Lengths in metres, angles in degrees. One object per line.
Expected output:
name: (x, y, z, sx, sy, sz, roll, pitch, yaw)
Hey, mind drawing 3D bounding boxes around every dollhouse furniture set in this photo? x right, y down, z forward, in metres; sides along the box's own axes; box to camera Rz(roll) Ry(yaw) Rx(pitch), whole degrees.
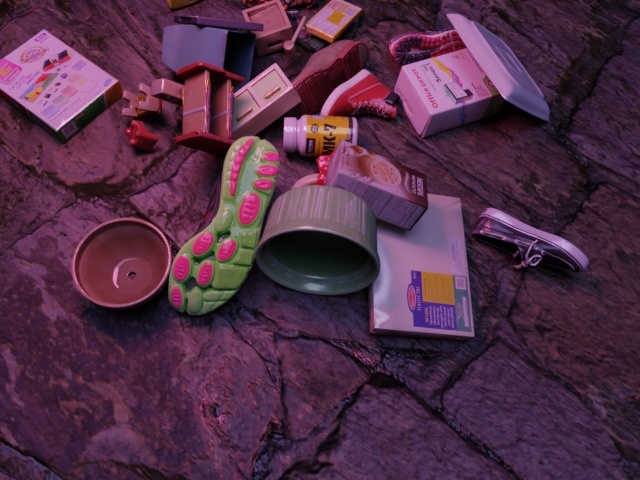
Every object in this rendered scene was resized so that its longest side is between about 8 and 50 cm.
dollhouse furniture set: (-0.386, -0.336, 1.515, 0.374, 0.152, 0.201, -4, 82, 39)

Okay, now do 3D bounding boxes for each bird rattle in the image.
bird rattle: (0.014, -0.130, 1.498, 0.206, 0.143, 0.254, -14, 65, -10)

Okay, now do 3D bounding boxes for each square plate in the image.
square plate: (0.560, -0.533, 1.674, 0.344, 0.049, 0.347, 2, 56, -49)

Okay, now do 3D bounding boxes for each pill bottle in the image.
pill bottle: (-0.002, -0.301, 1.586, 0.208, 0.119, 0.119, 2, 65, -4)

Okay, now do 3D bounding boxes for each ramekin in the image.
ramekin: (0.000, 0.000, 1.353, 0.303, 0.303, 0.148, 9, 57, -1)

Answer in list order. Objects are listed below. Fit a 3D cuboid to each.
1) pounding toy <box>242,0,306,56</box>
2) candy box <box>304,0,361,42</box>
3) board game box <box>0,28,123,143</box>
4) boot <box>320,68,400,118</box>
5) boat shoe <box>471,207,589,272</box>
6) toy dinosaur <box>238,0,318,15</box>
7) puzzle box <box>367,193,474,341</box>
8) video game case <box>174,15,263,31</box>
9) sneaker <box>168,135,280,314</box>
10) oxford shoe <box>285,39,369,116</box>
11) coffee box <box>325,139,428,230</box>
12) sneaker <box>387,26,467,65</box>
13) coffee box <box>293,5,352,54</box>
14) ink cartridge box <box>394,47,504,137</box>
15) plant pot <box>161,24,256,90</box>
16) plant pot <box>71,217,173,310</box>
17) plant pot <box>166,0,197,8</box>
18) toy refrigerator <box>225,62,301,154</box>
pounding toy: (-0.126, -0.654, 1.746, 0.181, 0.094, 0.206, -21, 68, -3)
candy box: (0.043, -0.717, 1.778, 0.105, 0.027, 0.206, 28, 55, 12)
board game box: (-0.789, -0.462, 1.622, 0.316, 0.064, 0.242, 36, 67, 12)
boot: (0.129, -0.403, 1.667, 0.176, 0.088, 0.244, 41, 65, 12)
boat shoe: (0.562, 0.022, 1.490, 0.306, 0.113, 0.105, 31, 72, 12)
toy dinosaur: (-0.163, -0.849, 1.822, 0.321, 0.164, 0.218, -4, 80, -30)
puzzle box: (0.256, 0.057, 1.457, 0.272, 0.052, 0.409, 7, 64, -12)
video game case: (-0.312, -0.655, 1.655, 0.196, 0.026, 0.274, -5, 21, -27)
sneaker: (-0.231, -0.027, 1.414, 0.185, 0.202, 0.483, 26, 82, -4)
oxford shoe: (-0.008, -0.505, 1.705, 0.348, 0.123, 0.130, -39, 47, -19)
coffee box: (0.142, -0.140, 1.400, 0.246, 0.098, 0.141, 20, 44, -13)
sneaker: (0.366, -0.638, 1.785, 0.299, 0.121, 0.112, -2, 34, -14)
coffee box: (0.008, -0.694, 1.815, 0.113, 0.040, 0.184, 39, 67, 14)
ink cartridge box: (0.399, -0.463, 1.698, 0.278, 0.117, 0.201, -19, 68, -14)
plant pot: (-0.343, -0.554, 1.627, 0.234, 0.166, 0.165, 18, 22, 16)
plant pot: (-0.484, 0.072, 1.373, 0.237, 0.110, 0.237, 2, 64, -3)
plant pot: (-0.428, -0.930, 1.792, 0.207, 0.228, 0.227, -16, 67, -20)
toy refrigerator: (-0.199, -0.375, 1.566, 0.269, 0.094, 0.102, -35, 71, 4)
